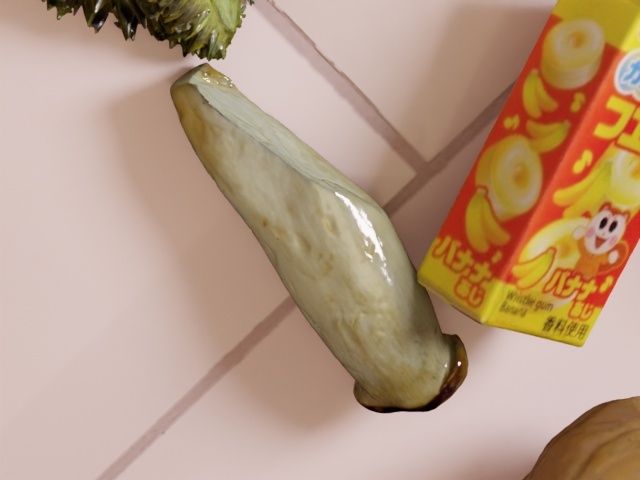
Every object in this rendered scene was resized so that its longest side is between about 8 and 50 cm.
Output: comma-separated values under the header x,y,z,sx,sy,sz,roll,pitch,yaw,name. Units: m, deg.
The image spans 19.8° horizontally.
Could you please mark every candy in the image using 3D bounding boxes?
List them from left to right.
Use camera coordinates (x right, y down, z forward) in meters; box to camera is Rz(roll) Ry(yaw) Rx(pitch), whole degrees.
x,y,z,sx,sy,sz,roll,pitch,yaw,name
0.201,-0.060,1.431,0.146,0.088,0.276,17,104,-45,candy

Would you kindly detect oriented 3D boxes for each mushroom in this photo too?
x,y,z,sx,sy,sz,roll,pitch,yaw,name
0.003,-0.001,1.450,0.107,0.087,0.333,-25,107,25,mushroom

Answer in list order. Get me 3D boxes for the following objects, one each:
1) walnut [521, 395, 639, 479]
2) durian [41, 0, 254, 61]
x,y,z,sx,sy,sz,roll,pitch,yaw,name
0.271,0.285,1.483,0.296,0.285,0.285,30,101,-37,walnut
-0.178,-0.294,1.356,0.198,0.163,0.394,-49,116,-33,durian
